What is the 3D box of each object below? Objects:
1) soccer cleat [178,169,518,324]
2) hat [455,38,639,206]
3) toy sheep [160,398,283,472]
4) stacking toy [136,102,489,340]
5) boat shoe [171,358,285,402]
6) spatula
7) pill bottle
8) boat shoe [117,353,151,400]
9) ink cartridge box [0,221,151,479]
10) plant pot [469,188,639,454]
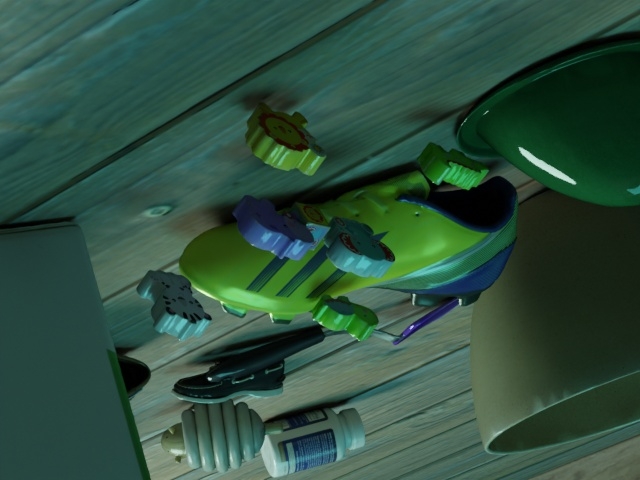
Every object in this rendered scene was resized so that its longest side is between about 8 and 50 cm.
[{"bbox_3d":[0.026,-0.007,1.245,0.289,0.093,0.121,-3,127,-30],"label":"soccer cleat"},{"bbox_3d":[0.218,-0.028,1.156,0.208,0.183,0.173,-29,159,34],"label":"hat"},{"bbox_3d":[-0.106,0.207,1.733,0.132,0.091,0.091,-12,163,-3],"label":"toy sheep"},{"bbox_3d":[0.000,0.000,1.112,0.221,0.052,0.167,10,127,-42],"label":"stacking toy"},{"bbox_3d":[-0.090,0.136,1.607,0.125,0.038,0.046,-1,-161,-30],"label":"boat shoe"},{"bbox_3d":[0.024,0.097,1.612,0.296,0.030,0.084,-12,164,-19],"label":"spatula"},{"bbox_3d":[-0.010,0.241,1.960,0.120,0.067,0.067,-13,162,-16],"label":"pill bottle"},{"bbox_3d":[-0.209,0.119,1.402,0.066,0.066,0.183,-29,170,18],"label":"boat shoe"},{"bbox_3d":[-0.245,0.143,1.173,0.121,0.211,0.289,-8,160,-31],"label":"ink cartridge box"},{"bbox_3d":[0.251,0.052,1.433,0.284,0.191,0.284,-16,163,-5],"label":"plant pot"}]
